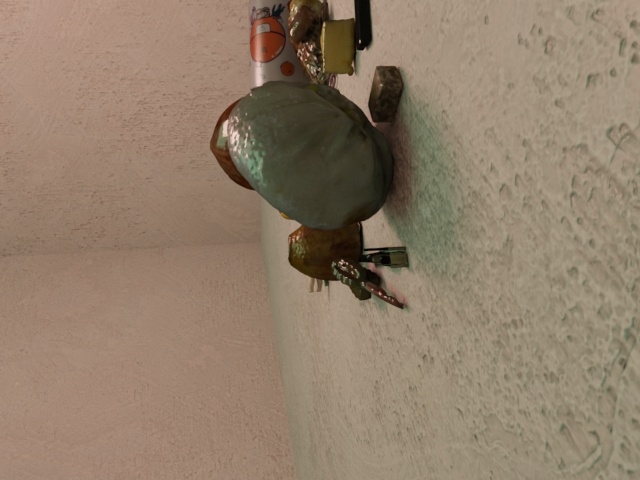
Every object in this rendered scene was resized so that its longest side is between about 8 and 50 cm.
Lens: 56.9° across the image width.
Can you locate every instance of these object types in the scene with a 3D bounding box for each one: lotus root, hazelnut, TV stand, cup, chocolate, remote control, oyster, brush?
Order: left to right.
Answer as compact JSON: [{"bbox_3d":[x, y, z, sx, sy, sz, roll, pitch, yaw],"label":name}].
[{"bbox_3d":[-0.270,-0.411,2.473,0.359,0.360,0.409,-108,26,-54],"label":"hazelnut"},{"bbox_3d":[-0.123,-0.637,1.875,0.212,0.213,0.317,-155,63,-78],"label":"cup"},{"bbox_3d":[-0.062,-0.598,1.632,0.100,0.031,0.064,-50,54,33],"label":"chocolate"},{"bbox_3d":[-0.027,-0.562,1.692,0.271,0.101,0.275,60,151,34],"label":"oyster"},{"bbox_3d":[0.000,-0.001,1.508,0.188,0.180,0.199,93,168,-48],"label":"lotus root"},{"bbox_3d":[0.086,-0.538,1.278,0.063,0.025,0.245,151,116,-83],"label":"remote control"},{"bbox_3d":[0.101,0.099,1.258,0.071,0.084,0.301,-56,21,-1],"label":"brush"},{"bbox_3d":[0.123,0.035,1.218,0.249,0.036,0.042,172,93,-80],"label":"TV stand"}]

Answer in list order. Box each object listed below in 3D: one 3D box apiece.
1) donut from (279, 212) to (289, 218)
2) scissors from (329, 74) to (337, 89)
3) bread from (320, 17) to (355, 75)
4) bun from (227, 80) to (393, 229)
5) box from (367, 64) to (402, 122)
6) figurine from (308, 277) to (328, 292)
[{"bbox_3d":[-0.099,-0.189,2.191,0.253,0.119,0.253,170,90,-66],"label":"donut"},{"bbox_3d":[0.023,-0.395,1.667,0.176,0.022,0.085,128,135,-70],"label":"scissors"},{"bbox_3d":[0.041,-0.449,1.379,0.080,0.084,0.109,119,147,-75],"label":"bread"},{"bbox_3d":[-0.009,-0.179,1.151,0.211,0.362,0.361,-48,36,28],"label":"bun"},{"bbox_3d":[0.120,-0.275,1.113,0.098,0.045,0.062,104,160,-55],"label":"box"},{"bbox_3d":[-0.006,0.079,1.867,0.083,0.083,0.187,-126,40,-71],"label":"figurine"}]
